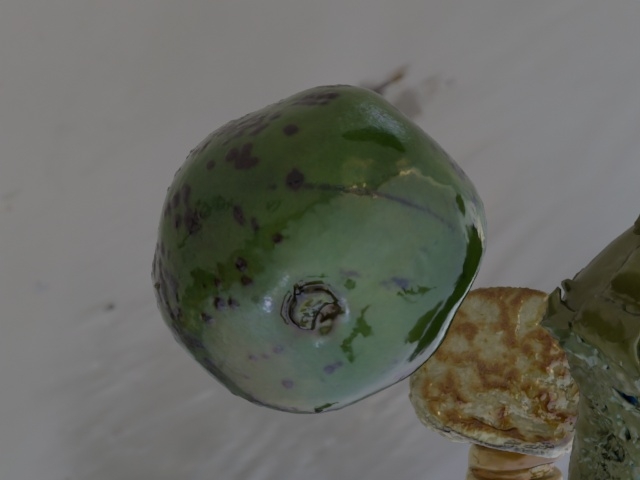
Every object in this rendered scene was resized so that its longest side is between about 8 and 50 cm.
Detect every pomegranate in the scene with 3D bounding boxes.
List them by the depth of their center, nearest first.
[{"bbox_3d":[0.000,0.000,1.405,0.254,0.254,0.270,-32,-169,17],"label":"pomegranate"}]

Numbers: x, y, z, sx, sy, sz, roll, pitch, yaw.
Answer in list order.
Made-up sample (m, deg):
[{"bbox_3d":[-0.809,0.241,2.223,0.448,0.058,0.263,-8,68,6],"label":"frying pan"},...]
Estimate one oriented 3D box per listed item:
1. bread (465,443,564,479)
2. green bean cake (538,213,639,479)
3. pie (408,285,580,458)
[{"bbox_3d":[0.216,0.251,2.043,0.119,0.177,0.084,-4,-168,-38],"label":"bread"},{"bbox_3d":[0.285,0.128,1.522,0.285,0.202,0.310,-50,135,-10],"label":"green bean cake"},{"bbox_3d":[0.193,0.138,1.935,0.205,0.179,0.084,9,160,7],"label":"pie"}]
